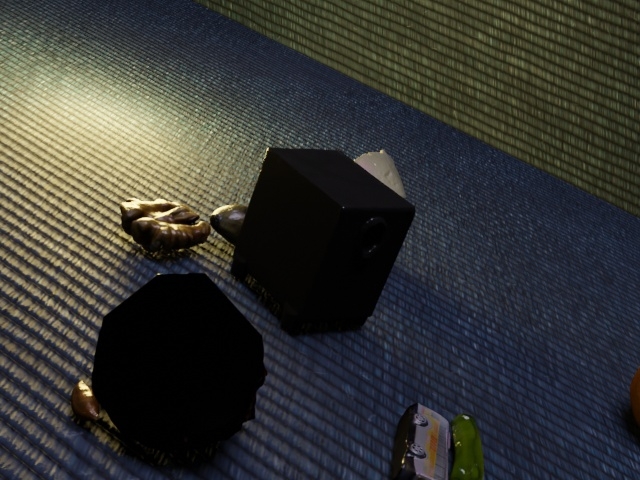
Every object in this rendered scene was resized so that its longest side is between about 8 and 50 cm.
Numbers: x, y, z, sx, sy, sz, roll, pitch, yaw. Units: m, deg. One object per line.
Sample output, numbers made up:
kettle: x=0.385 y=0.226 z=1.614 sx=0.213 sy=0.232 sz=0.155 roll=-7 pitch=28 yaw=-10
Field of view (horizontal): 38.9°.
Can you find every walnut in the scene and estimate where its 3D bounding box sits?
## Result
walnut: x=-0.280 y=-0.022 z=1.617 sx=0.143 sy=0.069 sz=0.170 roll=40 pitch=24 yaw=30

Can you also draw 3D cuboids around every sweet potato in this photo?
sweet potato: x=-0.295 y=0.203 z=1.137 sx=0.034 sy=0.034 sz=0.095 roll=9 pitch=14 yaw=-27

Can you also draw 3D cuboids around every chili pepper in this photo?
chili pepper: x=0.206 y=0.317 z=1.288 sx=0.052 sy=0.050 sz=0.201 roll=8 pitch=22 yaw=7

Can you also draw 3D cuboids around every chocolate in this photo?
chocolate: x=-0.170 y=0.189 z=1.189 sx=0.224 sy=0.206 sz=0.177 roll=44 pitch=-14 yaw=26

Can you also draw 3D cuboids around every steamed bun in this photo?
steamed bun: x=0.065 y=-0.070 z=1.818 sx=0.171 sy=0.225 sz=0.200 roll=13 pitch=25 yaw=-17

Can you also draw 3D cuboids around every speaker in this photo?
speaker: x=0.000 y=0.000 z=1.566 sx=0.184 sy=0.253 sz=0.232 roll=-1 pitch=30 yaw=-41

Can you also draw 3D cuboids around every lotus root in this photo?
lotus root: x=-0.133 y=-0.023 z=1.707 sx=0.089 sy=0.080 sz=0.179 roll=35 pitch=8 yaw=40

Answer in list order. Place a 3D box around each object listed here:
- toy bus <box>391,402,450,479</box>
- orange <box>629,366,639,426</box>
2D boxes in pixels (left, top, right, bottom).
toy bus: x=0.143 y=0.298 z=1.269 sx=0.072 sy=0.057 sz=0.172 roll=26 pitch=23 yaw=-2
orange: x=0.633 y=0.271 z=1.592 sx=0.159 sy=0.179 sz=0.237 roll=26 pitch=24 yaw=5
